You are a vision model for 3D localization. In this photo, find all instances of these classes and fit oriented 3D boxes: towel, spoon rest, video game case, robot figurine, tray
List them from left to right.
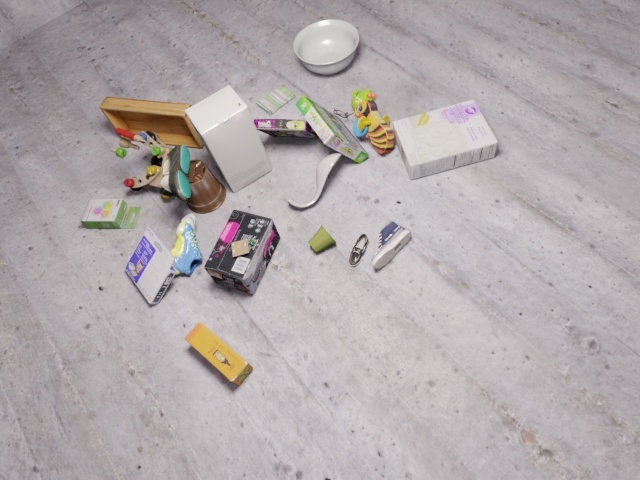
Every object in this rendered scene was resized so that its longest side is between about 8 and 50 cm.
[{"bbox_3d":[-0.711,-0.507,2.053,0.411,0.203,0.076,8,61,15],"label":"tray"},{"bbox_3d":[-0.202,-0.634,2.139,0.152,0.023,0.113,-40,62,-14],"label":"towel"},{"bbox_3d":[-0.130,-0.446,1.907,0.210,0.232,0.041,5,95,12],"label":"video game case"},{"bbox_3d":[-0.007,-0.224,1.821,0.084,0.137,0.276,42,86,-2],"label":"spoon rest"},{"bbox_3d":[0.178,-0.590,2.018,0.115,0.067,0.101,-44,92,-16],"label":"robot figurine"}]

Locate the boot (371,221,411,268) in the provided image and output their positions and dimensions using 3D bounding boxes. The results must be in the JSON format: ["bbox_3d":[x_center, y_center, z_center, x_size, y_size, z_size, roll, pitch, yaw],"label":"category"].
[{"bbox_3d":[0.224,0.016,1.665,0.190,0.069,0.086,-39,54,-22],"label":"boot"}]

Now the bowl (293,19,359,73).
[{"bbox_3d":[0.035,-0.847,2.155,0.298,0.134,0.297,-5,59,8],"label":"bowl"}]

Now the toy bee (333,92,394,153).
[{"bbox_3d":[0.186,-0.486,1.882,0.298,0.162,0.195,34,37,6],"label":"toy bee"}]

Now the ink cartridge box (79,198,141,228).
[{"bbox_3d":[-0.845,-0.108,1.927,0.209,0.062,0.109,1,60,10],"label":"ink cartridge box"}]

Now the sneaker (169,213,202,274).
[{"bbox_3d":[-0.482,0.022,1.777,0.126,0.091,0.240,15,76,8],"label":"sneaker"}]

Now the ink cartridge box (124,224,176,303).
[{"bbox_3d":[-0.605,0.085,1.724,0.206,0.045,0.208,43,109,29],"label":"ink cartridge box"}]

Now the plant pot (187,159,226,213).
[{"bbox_3d":[-0.474,-0.216,1.863,0.167,0.165,0.167,-5,60,8],"label":"plant pot"}]

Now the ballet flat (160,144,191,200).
[{"bbox_3d":[-0.525,-0.234,1.740,0.096,0.095,0.280,-20,48,10],"label":"ballet flat"}]

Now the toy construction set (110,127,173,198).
[{"bbox_3d":[-0.645,-0.306,1.884,0.237,0.309,0.257,21,74,16],"label":"toy construction set"}]

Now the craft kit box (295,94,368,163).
[{"bbox_3d":[0.047,-0.428,1.852,0.061,0.247,0.250,-44,57,19],"label":"craft kit box"}]

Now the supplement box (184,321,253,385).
[{"bbox_3d":[-0.330,0.366,1.550,0.233,0.080,0.078,33,71,27],"label":"supplement box"}]

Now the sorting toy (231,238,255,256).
[{"bbox_3d":[-0.257,0.022,1.608,0.083,0.012,0.062,-15,55,5],"label":"sorting toy"}]

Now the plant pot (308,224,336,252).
[{"bbox_3d":[0.000,0.000,1.707,0.079,0.083,0.083,-39,60,1],"label":"plant pot"}]

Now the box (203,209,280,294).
[{"bbox_3d":[-0.269,0.041,1.690,0.163,0.142,0.247,15,65,17],"label":"box"}]

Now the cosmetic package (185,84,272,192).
[{"bbox_3d":[-0.335,-0.372,1.810,0.197,0.365,0.155,-32,60,-10],"label":"cosmetic package"}]

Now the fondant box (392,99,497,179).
[{"bbox_3d":[0.468,-0.389,1.832,0.330,0.096,0.238,-15,58,1],"label":"fondant box"}]

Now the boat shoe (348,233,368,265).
[{"bbox_3d":[0.133,0.032,1.680,0.046,0.038,0.125,23,66,22],"label":"boat shoe"}]
